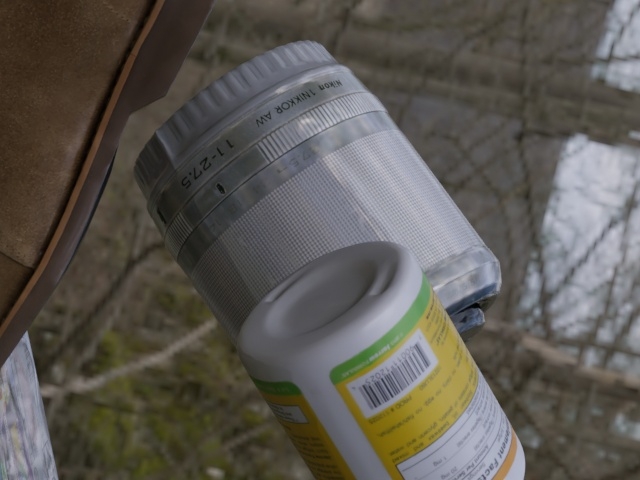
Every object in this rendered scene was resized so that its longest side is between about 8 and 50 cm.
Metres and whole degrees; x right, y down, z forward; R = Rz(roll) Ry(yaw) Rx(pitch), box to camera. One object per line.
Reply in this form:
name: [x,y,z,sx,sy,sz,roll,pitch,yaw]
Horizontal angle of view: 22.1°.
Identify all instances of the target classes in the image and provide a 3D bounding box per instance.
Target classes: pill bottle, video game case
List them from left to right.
video game case: [-0.264,0.170,1.387,0.183,0.023,0.201,-82,164,-75]
pill bottle: [0.057,0.135,1.132,0.245,0.136,0.136,59,16,-22]

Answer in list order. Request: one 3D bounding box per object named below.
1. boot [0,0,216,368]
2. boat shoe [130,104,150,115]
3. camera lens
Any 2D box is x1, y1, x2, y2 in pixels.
boot: [-0.148,-0.051,0.769,0.305,0.115,0.112,-62,-164,21]
boat shoe: [-0.231,-0.050,0.927,0.089,0.285,0.104,61,10,8]
camera lens: [0.000,0.000,1.368,0.219,0.274,0.219,-34,169,-8]
